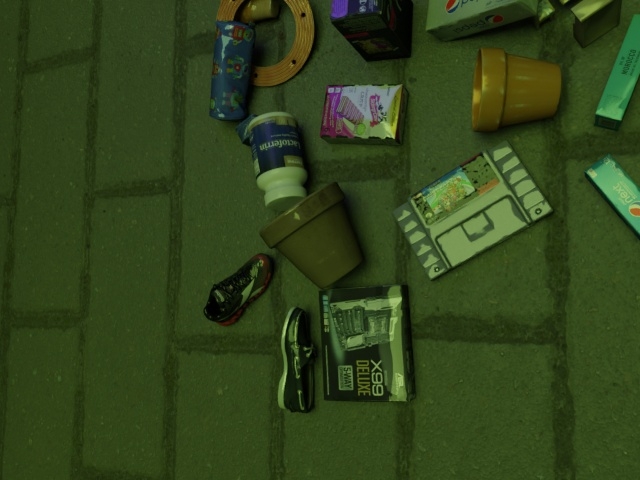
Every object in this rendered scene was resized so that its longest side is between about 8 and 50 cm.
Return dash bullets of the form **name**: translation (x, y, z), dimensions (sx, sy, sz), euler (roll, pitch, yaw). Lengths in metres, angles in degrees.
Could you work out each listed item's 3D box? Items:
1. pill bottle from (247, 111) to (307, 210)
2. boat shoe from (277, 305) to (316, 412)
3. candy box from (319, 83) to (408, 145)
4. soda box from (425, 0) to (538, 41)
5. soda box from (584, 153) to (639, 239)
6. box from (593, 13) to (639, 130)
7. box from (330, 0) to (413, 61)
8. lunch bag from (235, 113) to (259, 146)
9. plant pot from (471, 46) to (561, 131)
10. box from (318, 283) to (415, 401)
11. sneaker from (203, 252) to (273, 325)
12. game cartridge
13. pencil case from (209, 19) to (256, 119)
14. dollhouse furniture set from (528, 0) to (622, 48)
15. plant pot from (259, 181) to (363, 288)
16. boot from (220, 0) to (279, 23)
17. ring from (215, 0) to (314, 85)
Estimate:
- **pill bottle**: translation (-0.121, -0.229, 1.659), dimensions (0.153, 0.153, 0.264), euler (-18, 74, 22)
- **boat shoe**: translation (-0.054, 0.340, 1.606), dimensions (0.091, 0.114, 0.302), euler (6, 99, 26)
- **candy box**: translation (0.124, -0.360, 1.613), dimensions (0.233, 0.071, 0.159), euler (6, 87, 24)
- **soda box**: translation (0.406, -0.597, 1.434), dimensions (0.286, 0.091, 0.098), euler (4, 85, 53)
- **soda box**: translation (0.713, -0.097, 1.316), dimensions (0.067, 0.071, 0.210), euler (-38, 71, 17)
- **box**: translation (0.720, -0.392, 1.329), dimensions (0.060, 0.100, 0.244), euler (22, 94, 24)
- **box**: translation (0.147, -0.615, 1.519), dimensions (0.143, 0.270, 0.165), euler (2, 85, 25)
- **lunch bag**: translation (-0.213, -0.351, 1.768), dimensions (0.098, 0.067, 0.065), euler (-35, 72, 18)
- **plant pot**: translation (0.482, -0.371, 1.396), dimensions (0.188, 0.205, 0.205), euler (2, 85, 9)
- **box**: translation (0.125, 0.280, 1.542), dimensions (0.242, 0.076, 0.307), euler (-5, 82, 24)
- **sneaker**: translation (-0.253, 0.148, 1.699), dimensions (0.276, 0.135, 0.097), euler (-49, 66, 11)
- **game cartridge**: translation (0.385, -0.078, 1.474), dimensions (0.355, 0.068, 0.230), euler (-33, 76, 18)
- **pencil case**: translation (-0.271, -0.524, 1.747), dimensions (0.119, 0.133, 0.306), euler (31, 119, 49)
- **dollhouse furniture set**: translation (0.612, -0.617, 1.367), dimensions (0.212, 0.161, 0.242), euler (-34, 72, 18)
- **plant pot**: translation (0.000, 0.000, 1.556), dimensions (0.263, 0.263, 0.229), euler (-35, 89, 17)
- **boot**: translation (-0.224, -0.847, 1.806), dimensions (0.211, 0.104, 0.295), euler (10, 93, 25)
- **ring**: translation (-0.173, -0.654, 1.755), dimensions (0.337, 0.032, 0.336), euler (6, 107, 19)
